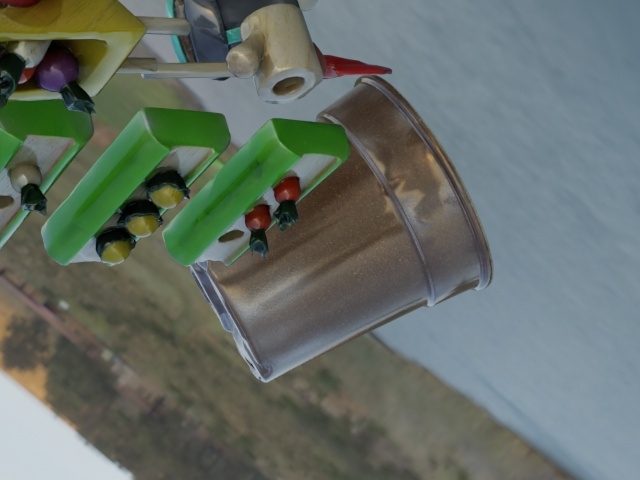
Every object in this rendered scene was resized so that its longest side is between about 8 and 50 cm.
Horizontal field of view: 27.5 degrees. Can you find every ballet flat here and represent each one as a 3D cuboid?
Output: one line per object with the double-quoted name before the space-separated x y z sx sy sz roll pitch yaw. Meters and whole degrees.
"ballet flat" -0.030 -0.138 0.633 0.074 0.074 0.203 43 -157 -24

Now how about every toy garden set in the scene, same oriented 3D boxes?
"toy garden set" -0.081 -0.033 0.535 0.244 0.204 0.049 1 -119 -38

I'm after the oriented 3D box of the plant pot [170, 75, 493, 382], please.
"plant pot" 0.000 0.000 0.869 0.167 0.165 0.167 58 171 15
